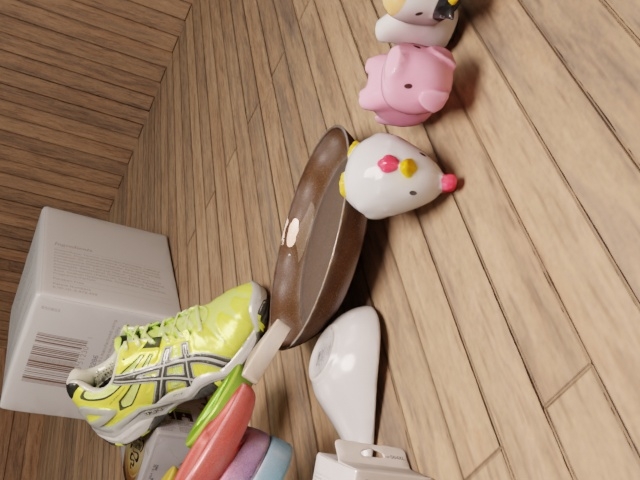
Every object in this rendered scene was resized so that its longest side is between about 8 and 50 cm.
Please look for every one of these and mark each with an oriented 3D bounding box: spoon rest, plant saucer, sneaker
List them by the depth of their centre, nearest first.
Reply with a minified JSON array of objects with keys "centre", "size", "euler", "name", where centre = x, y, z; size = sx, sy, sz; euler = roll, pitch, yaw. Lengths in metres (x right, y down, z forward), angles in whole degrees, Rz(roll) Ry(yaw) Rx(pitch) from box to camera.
[{"centre":[0.024,0.202,0.904],"size":[0.137,0.084,0.276],"euler":[-47,23,52],"name":"spoon rest"},{"centre":[0.000,0.000,1.037],"size":[0.310,0.050,0.310],"euler":[-165,90,-77],"name":"plant saucer"},{"centre":[-0.252,0.190,1.271],"size":[0.385,0.147,0.145],"euler":[-39,29,6],"name":"sneaker"}]

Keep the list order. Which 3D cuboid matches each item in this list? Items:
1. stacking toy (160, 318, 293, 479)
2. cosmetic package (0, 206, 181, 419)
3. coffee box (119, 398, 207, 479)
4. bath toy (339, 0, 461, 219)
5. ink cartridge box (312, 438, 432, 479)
[{"centre":[-0.099,0.276,0.965],"size":[0.309,0.130,0.279],"euler":[-50,7,47],"name":"stacking toy"},{"centre":[-0.553,0.177,1.851],"size":[0.329,0.327,0.393],"euler":[-64,27,23],"name":"cosmetic package"},{"centre":[-0.294,0.352,1.441],"size":[0.168,0.119,0.297],"euler":[-68,25,14],"name":"coffee box"},{"centre":[0.111,-0.193,0.870],"size":[0.129,0.151,0.348],"euler":[7,82,30],"name":"bath toy"},{"centre":[0.045,0.280,0.775],"size":[0.090,0.092,0.143],"euler":[-8,71,64],"name":"ink cartridge box"}]
